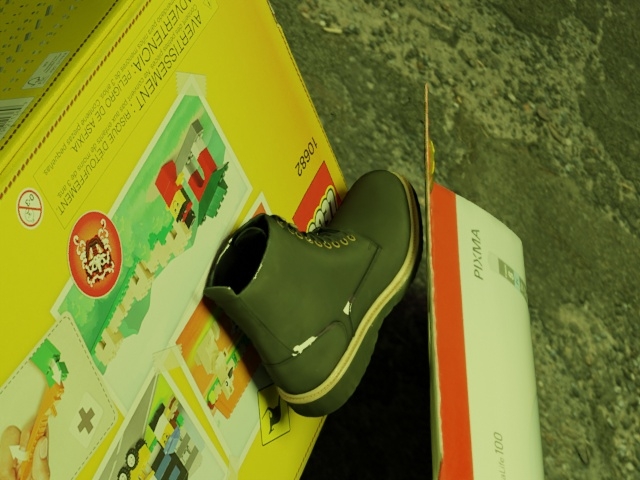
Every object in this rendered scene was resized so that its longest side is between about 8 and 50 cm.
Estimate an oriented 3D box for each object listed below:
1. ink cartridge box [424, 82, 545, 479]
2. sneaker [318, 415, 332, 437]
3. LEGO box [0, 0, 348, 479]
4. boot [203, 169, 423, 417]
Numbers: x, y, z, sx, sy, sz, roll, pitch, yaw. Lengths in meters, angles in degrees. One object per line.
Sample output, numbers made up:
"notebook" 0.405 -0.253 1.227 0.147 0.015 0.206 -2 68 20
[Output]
"ink cartridge box" 0.134 0.105 1.108 0.091 0.385 0.308 -3 58 6
"sneaker" -0.018 0.134 1.200 0.035 0.031 0.083 -5 70 -53
"LEGO box" -0.167 0.067 0.902 0.500 0.193 0.372 -63 141 -42
"boot" 0.000 0.000 0.940 0.137 0.077 0.197 53 43 -40
